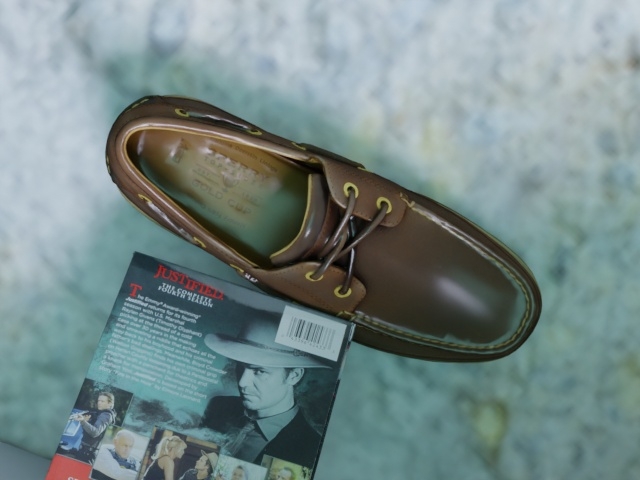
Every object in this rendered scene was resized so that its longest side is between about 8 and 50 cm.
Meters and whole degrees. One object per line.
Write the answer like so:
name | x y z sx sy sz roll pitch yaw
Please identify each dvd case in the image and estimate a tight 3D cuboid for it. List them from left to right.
dvd case | -0.043 0.068 0.440 0.087 0.013 0.119 18 60 -2

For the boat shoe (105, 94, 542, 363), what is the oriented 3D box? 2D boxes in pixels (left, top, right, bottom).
boat shoe | 0.000 -0.001 0.476 0.178 0.060 0.064 26 92 -1

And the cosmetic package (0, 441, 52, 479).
cosmetic package | -0.230 0.190 0.469 0.377 0.097 0.284 21 94 -1
